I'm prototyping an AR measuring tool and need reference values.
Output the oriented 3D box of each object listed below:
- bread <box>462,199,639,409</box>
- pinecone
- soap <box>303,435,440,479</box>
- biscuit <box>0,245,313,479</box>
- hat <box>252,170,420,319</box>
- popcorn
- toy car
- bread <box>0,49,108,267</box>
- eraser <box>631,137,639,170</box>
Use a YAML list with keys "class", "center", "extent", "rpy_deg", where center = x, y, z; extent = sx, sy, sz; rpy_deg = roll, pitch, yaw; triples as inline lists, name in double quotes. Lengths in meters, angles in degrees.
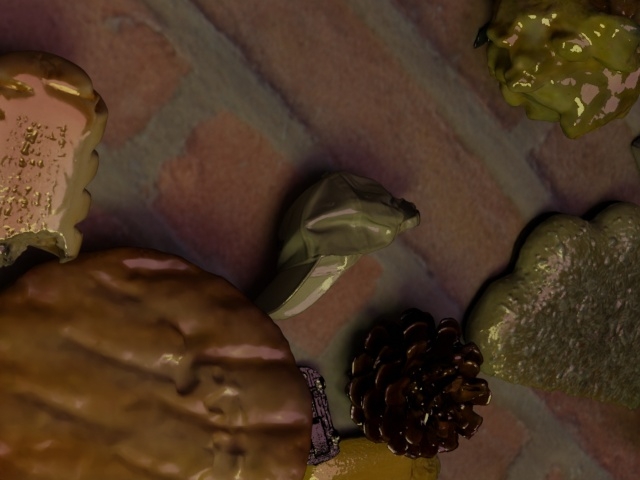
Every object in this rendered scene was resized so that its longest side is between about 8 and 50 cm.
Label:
- class: "bread"
  center: [0.275, 0.060, 1.592]
  extent: [0.286, 0.056, 0.207]
  rpy_deg: [9, 103, -36]
- class: "pinecone"
  center: [0.095, 0.133, 1.461]
  extent: [0.140, 0.121, 0.140]
  rpy_deg: [-9, 106, -33]
- class: "soap"
  center: [0.052, 0.220, 1.518]
  extent: [0.168, 0.033, 0.089]
  rpy_deg: [-11, 112, -30]
- class: "biscuit"
  center: [-0.154, 0.149, 1.250]
  extent: [0.296, 0.102, 0.296]
  rpy_deg: [8, 64, -18]
- class: "hat"
  center: [0.000, 0.007, 1.396]
  extent: [0.166, 0.081, 0.122]
  rpy_deg: [-46, 166, 7]
- class: "popcorn"
  center: [0.221, -0.177, 1.432]
  extent: [0.173, 0.142, 0.173]
  rpy_deg: [-24, 143, -19]
- class: "toy car"
  center: [-0.011, 0.158, 1.457]
  extent: [0.041, 0.025, 0.093]
  rpy_deg: [-17, 95, -22]
- class: "bread"
  center: [-0.226, -0.056, 1.208]
  extent: [0.119, 0.084, 0.177]
  rpy_deg: [13, 100, -24]
- class: "eraser"
  center: [0.413, -0.117, 1.619]
  extent: [0.212, 0.046, 0.092]
  rpy_deg: [-38, 123, -16]
